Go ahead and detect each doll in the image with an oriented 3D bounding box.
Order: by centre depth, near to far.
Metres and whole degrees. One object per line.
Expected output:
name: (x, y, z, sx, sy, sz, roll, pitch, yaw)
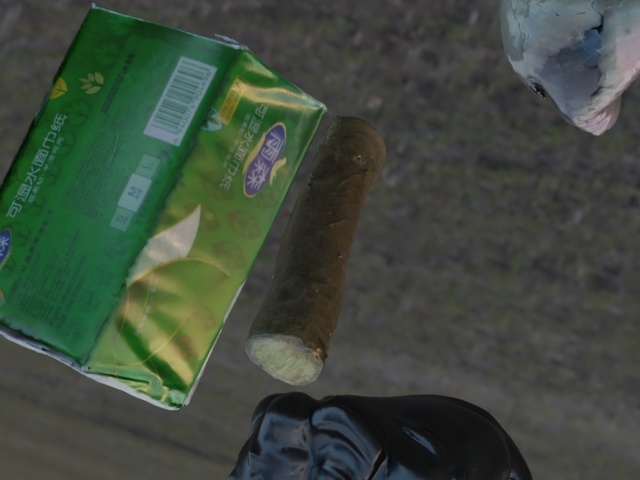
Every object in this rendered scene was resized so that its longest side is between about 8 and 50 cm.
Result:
doll: (0.123, -0.152, 0.940, 0.095, 0.192, 0.149, 5, 149, -27)

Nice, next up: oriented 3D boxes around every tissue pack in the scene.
tissue pack: (-0.098, -0.012, 1.151, 0.148, 0.209, 0.156, 19, 172, 39)

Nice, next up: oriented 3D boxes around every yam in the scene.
yam: (0.000, 0.000, 1.532, 0.066, 0.300, 0.066, 7, 130, 8)

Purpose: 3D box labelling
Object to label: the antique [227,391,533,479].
antique: (0.060, 0.275, 1.901, 0.322, 0.255, 0.185, -3, 177, -9)
